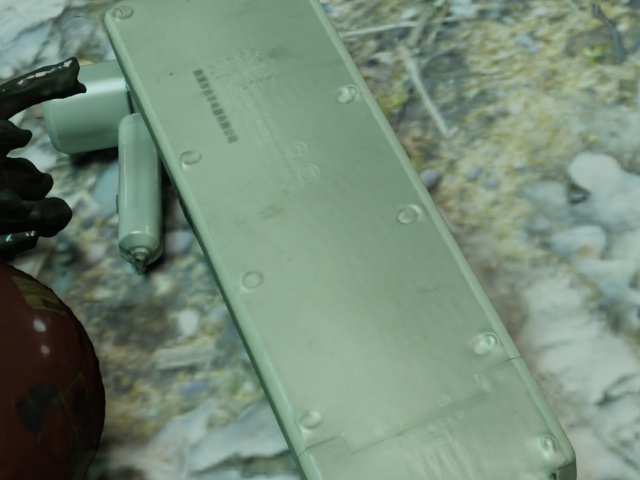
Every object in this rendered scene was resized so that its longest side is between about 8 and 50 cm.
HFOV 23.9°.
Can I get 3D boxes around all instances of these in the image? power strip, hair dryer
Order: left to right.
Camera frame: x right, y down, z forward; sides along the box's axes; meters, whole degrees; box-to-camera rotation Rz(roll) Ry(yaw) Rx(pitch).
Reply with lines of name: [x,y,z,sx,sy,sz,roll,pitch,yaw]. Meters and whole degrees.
hair dryer: [-0.102,-0.039,0.793,0.082,0.047,0.137,-10,53,4]
power strip: [0.000,0.000,0.693,0.106,0.043,0.367,-22,55,-5]

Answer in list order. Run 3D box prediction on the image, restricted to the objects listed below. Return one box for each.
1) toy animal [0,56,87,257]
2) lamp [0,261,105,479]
toy animal: [-0.201,-0.025,0.731,0.233,0.084,0.148,-15,0,40]
lamp: [-0.174,0.069,0.644,0.157,0.135,0.156,-6,47,7]
